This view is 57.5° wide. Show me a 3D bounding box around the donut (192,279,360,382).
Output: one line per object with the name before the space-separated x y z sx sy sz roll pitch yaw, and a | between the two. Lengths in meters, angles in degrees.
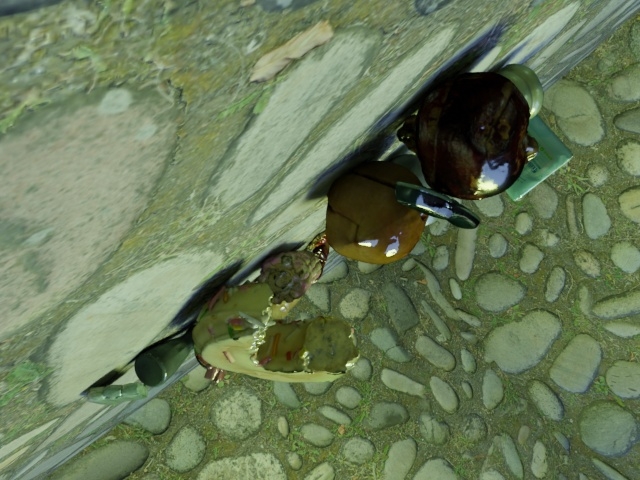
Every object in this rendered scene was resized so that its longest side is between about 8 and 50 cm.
donut | -0.114 0.215 1.314 0.307 0.150 0.371 -22 141 40

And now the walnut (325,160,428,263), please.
walnut | 0.112 -0.045 1.118 0.203 0.203 0.298 -41 -174 26

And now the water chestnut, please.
water chestnut | 0.248 -0.188 1.012 0.224 0.238 0.223 -30 128 -47

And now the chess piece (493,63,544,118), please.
chess piece | 0.343 -0.272 1.231 0.243 0.133 0.133 -30 172 -25

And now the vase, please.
vase | -0.353 0.270 1.417 0.086 0.086 0.214 -41 178 25

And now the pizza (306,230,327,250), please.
pizza | -0.002 0.003 1.707 0.099 0.029 0.100 -41 174 33

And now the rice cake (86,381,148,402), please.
rice cake | -0.465 0.353 1.347 0.124 0.038 0.211 -6 165 -8

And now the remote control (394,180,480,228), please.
remote control | 0.207 -0.060 1.025 0.222 0.072 0.042 18 92 -46

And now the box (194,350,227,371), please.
box | -0.286 0.294 1.687 0.151 0.151 0.135 -35 166 -28

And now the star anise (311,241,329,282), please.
star anise | -0.009 0.065 1.789 0.168 0.057 0.168 21 90 -78

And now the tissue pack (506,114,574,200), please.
tissue pack | 0.467 -0.249 1.440 0.177 0.263 0.089 -41 171 18

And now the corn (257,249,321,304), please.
corn | -0.072 0.081 1.488 0.126 0.126 0.335 -39 178 9

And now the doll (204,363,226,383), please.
doll | -0.245 0.250 1.491 0.211 0.093 0.262 -64 166 -58

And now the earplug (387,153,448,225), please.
earplug | 0.181 -0.100 1.435 0.214 0.175 0.325 -40 -175 -23

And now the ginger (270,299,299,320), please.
ginger | -0.141 0.190 1.762 0.267 0.152 0.138 -60 -177 -26
